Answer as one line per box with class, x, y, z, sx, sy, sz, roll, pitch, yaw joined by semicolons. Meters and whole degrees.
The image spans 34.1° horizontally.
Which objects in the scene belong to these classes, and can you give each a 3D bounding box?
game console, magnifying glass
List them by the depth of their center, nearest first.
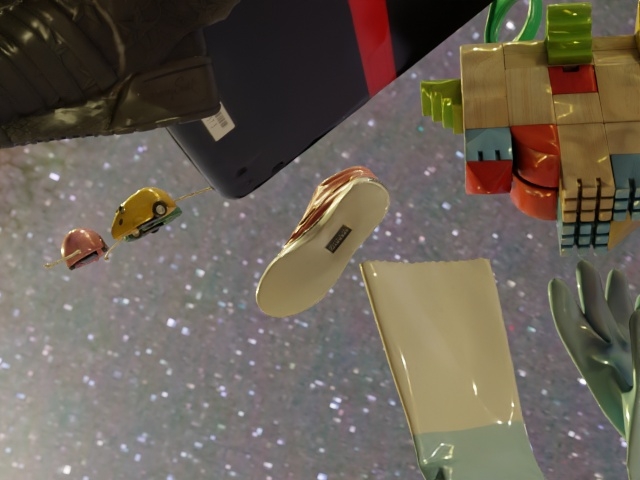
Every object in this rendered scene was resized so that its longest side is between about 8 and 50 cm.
game console;0.020;-0.191;0.692;0.342;0.386;0.060;-38;-105;-2
magnifying glass;0.241;-0.323;1.337;0.092;0.026;0.231;-44;-143;44

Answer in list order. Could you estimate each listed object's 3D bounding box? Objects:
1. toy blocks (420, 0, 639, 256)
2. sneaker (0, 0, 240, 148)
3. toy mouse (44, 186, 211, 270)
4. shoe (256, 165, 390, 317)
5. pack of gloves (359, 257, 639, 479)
toy blocks;0.297;-0.100;1.115;0.382;0.190;0.261;-1;-132;8
sneaker;-0.086;-0.074;0.320;0.051;0.170;0.089;6;-74;51
toy mouse;-0.182;-0.010;0.937;0.031;0.161;0.143;61;-25;1
shoe;0.000;0.000;1.072;0.178;0.063;0.081;-48;-163;9
pack of gloves;0.136;0.107;0.524;0.046;0.195;0.232;-43;-127;51
